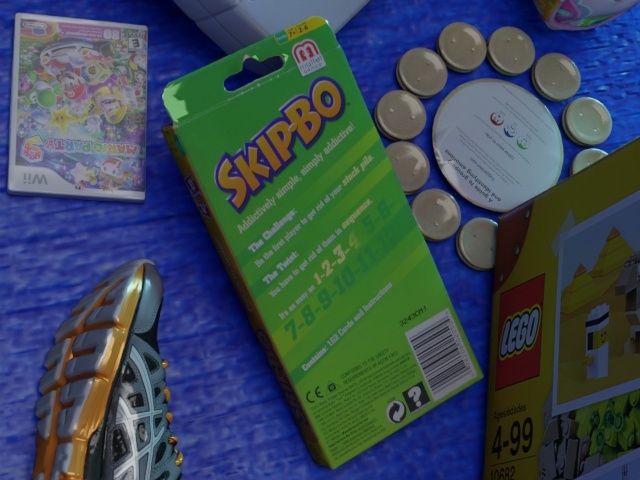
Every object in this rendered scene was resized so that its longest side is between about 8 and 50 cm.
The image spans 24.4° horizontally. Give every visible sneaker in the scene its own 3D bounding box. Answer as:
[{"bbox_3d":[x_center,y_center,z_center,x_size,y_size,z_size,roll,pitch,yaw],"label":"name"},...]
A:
[{"bbox_3d":[-0.121,0.116,0.877,0.083,0.084,0.214,19,71,-28],"label":"sneaker"}]

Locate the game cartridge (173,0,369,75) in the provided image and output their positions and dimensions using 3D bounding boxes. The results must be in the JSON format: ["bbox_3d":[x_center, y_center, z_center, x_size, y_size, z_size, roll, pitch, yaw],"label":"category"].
[{"bbox_3d":[-0.065,-0.262,0.949,0.294,0.060,0.196,56,50,-19],"label":"game cartridge"}]

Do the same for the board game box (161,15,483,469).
[{"bbox_3d":[0.000,0.000,0.928,0.124,0.039,0.259,-28,103,-22],"label":"board game box"}]

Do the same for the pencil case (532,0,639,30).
[{"bbox_3d":[0.163,-0.294,1.059,0.124,0.124,0.284,-17,78,-21],"label":"pencil case"}]

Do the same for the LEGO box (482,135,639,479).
[{"bbox_3d":[0.271,0.114,0.758,0.193,0.500,0.372,10,73,-17],"label":"LEGO box"}]

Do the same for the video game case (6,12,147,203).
[{"bbox_3d":[-0.156,-0.086,0.956,0.087,0.011,0.122,4,73,-16],"label":"video game case"}]

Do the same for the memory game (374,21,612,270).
[{"bbox_3d":[0.124,-0.066,1.036,0.186,0.012,0.186,5,73,-16],"label":"memory game"}]
